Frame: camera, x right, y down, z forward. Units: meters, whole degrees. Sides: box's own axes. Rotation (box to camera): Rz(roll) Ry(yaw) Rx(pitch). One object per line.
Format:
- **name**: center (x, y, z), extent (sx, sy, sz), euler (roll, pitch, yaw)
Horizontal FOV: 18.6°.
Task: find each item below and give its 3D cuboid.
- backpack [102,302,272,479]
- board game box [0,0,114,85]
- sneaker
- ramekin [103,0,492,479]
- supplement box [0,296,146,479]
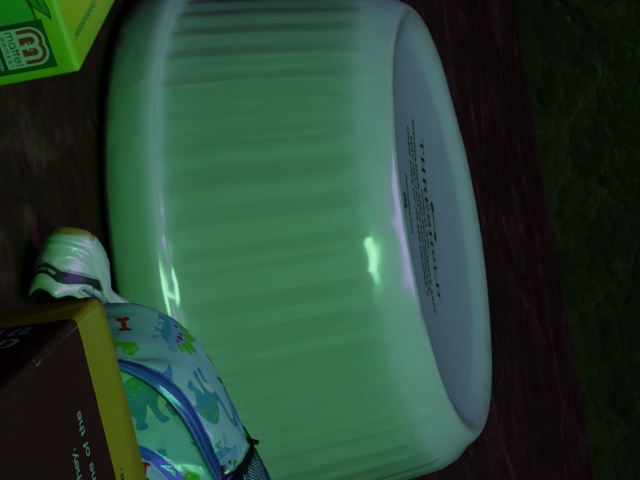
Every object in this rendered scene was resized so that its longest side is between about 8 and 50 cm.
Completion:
- **backpack**: center (-0.072, 0.084, 0.644), extent (0.084, 0.105, 0.114), euler (-72, 145, -64)
- **board game box**: center (-0.125, -0.158, 0.716), extent (0.092, 0.043, 0.181), euler (-77, 155, -58)
- **sneaker**: center (-0.093, 0.033, 0.766), extent (0.083, 0.032, 0.037), euler (62, 37, -42)
- **ramekin**: center (0.000, 0.000, 0.947), extent (0.273, 0.127, 0.273), euler (-9, 90, -76)
- **supplement box**: center (-0.110, 0.135, 0.399), extent (0.194, 0.129, 0.191), euler (-55, 134, -72)
